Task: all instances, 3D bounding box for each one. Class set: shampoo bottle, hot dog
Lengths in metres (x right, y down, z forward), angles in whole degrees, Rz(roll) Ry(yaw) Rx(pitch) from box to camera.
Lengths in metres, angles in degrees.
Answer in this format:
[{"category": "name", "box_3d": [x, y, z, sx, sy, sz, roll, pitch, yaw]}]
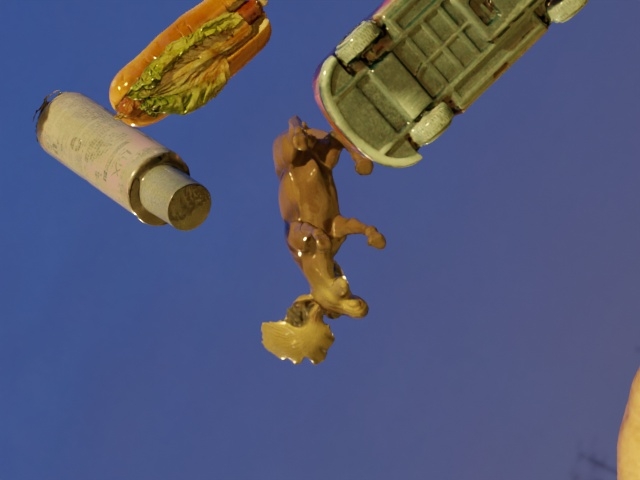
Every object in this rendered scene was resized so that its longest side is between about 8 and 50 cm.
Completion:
[{"category": "shampoo bottle", "box_3d": [-0.172, -0.068, 1.603, 0.072, 0.214, 0.072, -20, -56, -32]}, {"category": "hot dog", "box_3d": [-0.085, -0.119, 1.208, 0.133, 0.056, 0.041, -40, 9, -11]}]

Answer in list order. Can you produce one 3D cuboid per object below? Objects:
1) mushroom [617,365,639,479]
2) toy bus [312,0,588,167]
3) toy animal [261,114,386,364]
[{"category": "mushroom", "box_3d": [0.257, 0.136, 0.977, 0.146, 0.278, 0.278, 10, -73, -30]}, {"category": "toy bus", "box_3d": [0.104, -0.174, 1.488, 0.265, 0.121, 0.120, -45, 12, -9]}, {"category": "toy animal", "box_3d": [0.000, 0.000, 1.617, 0.094, 0.186, 0.214, -6, -97, -22]}]
